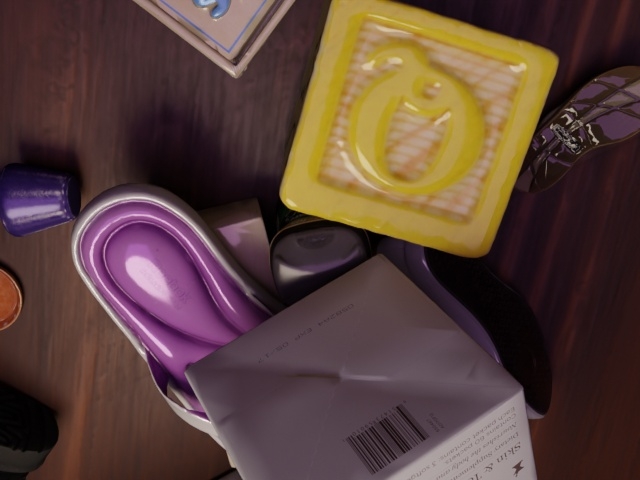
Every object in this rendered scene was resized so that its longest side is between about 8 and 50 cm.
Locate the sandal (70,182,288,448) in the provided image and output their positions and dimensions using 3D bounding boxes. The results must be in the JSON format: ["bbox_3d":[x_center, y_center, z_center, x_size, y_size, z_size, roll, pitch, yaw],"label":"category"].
[{"bbox_3d":[-0.081,0.125,0.768,0.169,0.102,0.416,-43,110,8],"label":"sandal"}]

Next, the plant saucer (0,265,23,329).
[{"bbox_3d":[-0.375,0.062,0.888,0.083,0.013,0.084,0,110,0],"label":"plant saucer"}]

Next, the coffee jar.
[{"bbox_3d":[0.000,0.000,0.780,0.096,0.184,0.079,-9,109,2],"label":"coffee jar"}]

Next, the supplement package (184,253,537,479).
[{"bbox_3d":[0.049,0.198,0.674,0.199,0.198,0.263,-30,130,-13],"label":"supplement package"}]

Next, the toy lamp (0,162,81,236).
[{"bbox_3d":[-0.390,-0.039,0.821,0.274,0.080,0.080,-1,109,1],"label":"toy lamp"}]

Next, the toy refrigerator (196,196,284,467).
[{"bbox_3d":[-0.083,0.099,0.864,0.102,0.094,0.270,-15,109,-3],"label":"toy refrigerator"}]

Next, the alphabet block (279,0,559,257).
[{"bbox_3d":[0.076,-0.119,0.734,0.193,0.197,0.193,13,109,-5],"label":"alphabet block"}]

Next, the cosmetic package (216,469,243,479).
[{"bbox_3d":[-0.122,0.555,0.894,0.327,0.329,0.394,-30,106,10],"label":"cosmetic package"}]

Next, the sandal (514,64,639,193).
[{"bbox_3d":[0.268,-0.118,0.819,0.180,0.049,0.072,-40,100,27],"label":"sandal"}]

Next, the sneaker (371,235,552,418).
[{"bbox_3d":[0.151,0.092,0.877,0.123,0.106,0.290,-16,124,43],"label":"sneaker"}]

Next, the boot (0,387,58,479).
[{"bbox_3d":[-0.495,0.258,0.868,0.347,0.131,0.260,30,106,-23],"label":"boot"}]

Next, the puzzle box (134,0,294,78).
[{"bbox_3d":[-0.063,-0.389,0.717,0.272,0.052,0.409,35,105,-12],"label":"puzzle box"}]
